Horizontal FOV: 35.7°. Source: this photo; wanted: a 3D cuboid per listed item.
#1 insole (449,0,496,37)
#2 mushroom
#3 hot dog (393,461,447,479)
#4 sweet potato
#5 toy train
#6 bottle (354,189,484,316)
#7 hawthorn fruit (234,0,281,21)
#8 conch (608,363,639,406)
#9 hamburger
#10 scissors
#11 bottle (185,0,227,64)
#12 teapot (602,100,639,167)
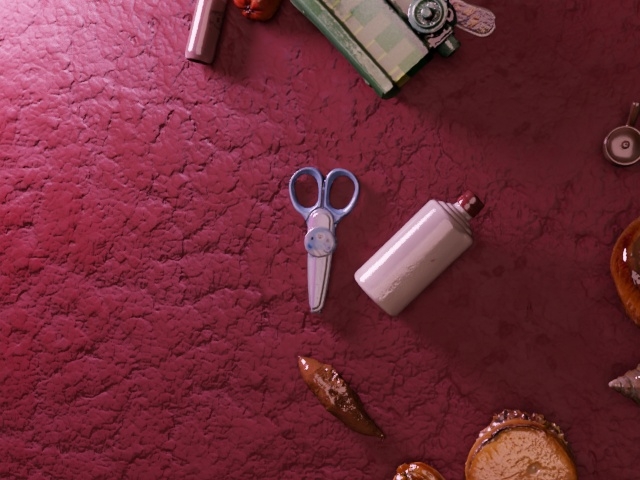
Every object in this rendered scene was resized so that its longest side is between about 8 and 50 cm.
[{"bbox_3d":[0.215,-0.407,1.732,0.197,0.004,0.065,26,92,9],"label":"insole"},{"bbox_3d":[0.588,0.055,1.570,0.253,0.153,0.253,-4,59,7],"label":"mushroom"},{"bbox_3d":[0.212,0.481,1.670,0.100,0.068,0.249,-35,86,-7],"label":"hot dog"},{"bbox_3d":[0.035,0.273,1.710,0.206,0.060,0.068,47,129,-3],"label":"sweet potato"},{"bbox_3d":[0.096,-0.396,1.691,0.202,0.120,0.301,-43,83,11],"label":"toy train"},{"bbox_3d":[0.176,0.012,1.674,0.245,0.104,0.104,-44,83,5],"label":"bottle"},{"bbox_3d":[-0.103,-0.435,1.750,0.081,0.081,0.093,30,63,8],"label":"hawthorn fruit"},{"bbox_3d":[0.571,0.220,1.615,0.234,0.114,0.137,-18,94,-27],"label":"conch"},{"bbox_3d":[0.328,0.371,1.632,0.182,0.118,0.191,-19,89,4],"label":"hamburger"},{"bbox_3d":[0.000,0.000,1.737,0.125,0.030,0.256,4,86,10],"label":"scissors"},{"bbox_3d":[-0.203,-0.386,1.769,0.053,0.053,0.140,13,90,9],"label":"bottle"},{"bbox_3d":[0.516,-0.173,1.641,0.085,0.080,0.110,18,91,9],"label":"teapot"}]
